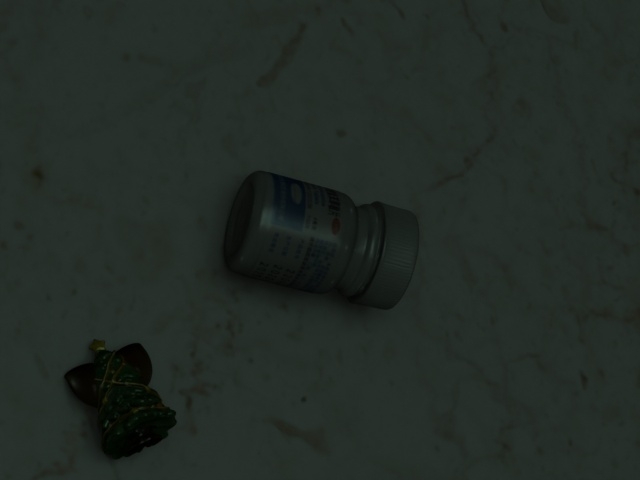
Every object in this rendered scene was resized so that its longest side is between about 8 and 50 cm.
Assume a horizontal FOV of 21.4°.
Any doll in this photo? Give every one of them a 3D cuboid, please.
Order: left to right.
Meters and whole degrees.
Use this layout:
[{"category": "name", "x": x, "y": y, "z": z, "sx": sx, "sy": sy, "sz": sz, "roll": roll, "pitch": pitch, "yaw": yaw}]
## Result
[{"category": "doll", "x": -0.180, "y": 0.137, "z": 1.531, "sx": 0.078, "sy": 0.076, "sz": 0.113, "roll": -23, "pitch": 85, "yaw": -17}]

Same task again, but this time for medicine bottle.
[{"category": "medicine bottle", "x": 0.000, "y": 0.000, "z": 1.624, "sx": 0.168, "sy": 0.105, "sz": 0.105, "roll": 15, "pitch": 71, "yaw": -18}]
